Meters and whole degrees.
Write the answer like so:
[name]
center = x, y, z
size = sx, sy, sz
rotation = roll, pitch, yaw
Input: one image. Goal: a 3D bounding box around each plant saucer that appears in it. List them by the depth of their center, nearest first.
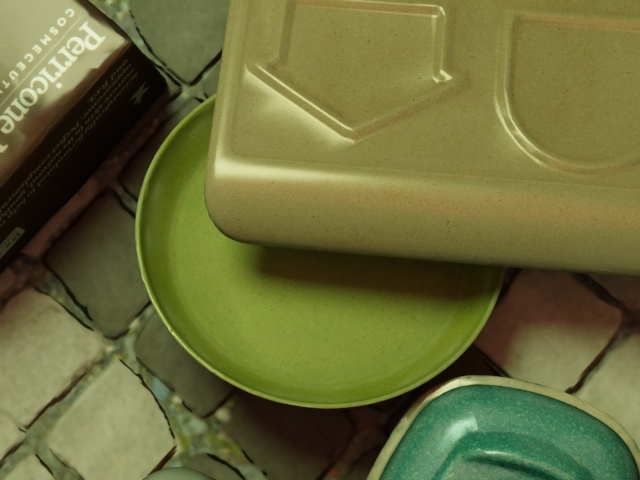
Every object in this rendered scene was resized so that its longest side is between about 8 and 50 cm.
[plant saucer]
center = 0.000, 0.000, 1.078
size = 0.241, 0.037, 0.241
rotation = 2, 66, -5

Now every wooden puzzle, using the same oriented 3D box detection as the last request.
[wooden puzzle]
center = 0.104, -0.149, 1.077
size = 0.322, 0.080, 0.348
rotation = 5, 73, 4

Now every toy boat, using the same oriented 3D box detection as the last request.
[toy boat]
center = 0.039, 0.204, 1.020
size = 0.318, 0.148, 0.267
rotation = 12, 84, 6

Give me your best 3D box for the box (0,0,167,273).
[box]
center = -0.310, -0.168, 1.104
size = 0.381, 0.143, 0.191
rotation = 41, 87, 7
